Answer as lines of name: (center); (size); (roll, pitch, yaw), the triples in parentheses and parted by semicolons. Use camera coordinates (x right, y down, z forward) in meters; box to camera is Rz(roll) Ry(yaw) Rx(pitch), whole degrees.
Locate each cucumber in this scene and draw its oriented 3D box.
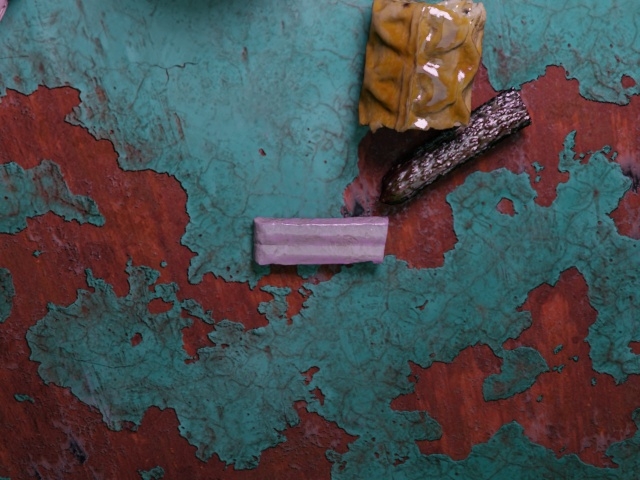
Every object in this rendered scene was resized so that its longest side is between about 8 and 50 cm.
cucumber: (0.267, -0.188, 1.623); (0.359, 0.096, 0.096); (-31, 111, 11)

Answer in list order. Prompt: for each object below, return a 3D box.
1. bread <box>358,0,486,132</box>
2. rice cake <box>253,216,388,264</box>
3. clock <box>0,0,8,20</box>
bread: (0.195, -0.341, 1.498); (0.238, 0.196, 0.252); (-3, 109, -4)
rice cake: (0.001, 0.002, 1.696); (0.298, 0.050, 0.106); (0, 112, -5)
clock: (-0.710, -0.491, 1.387); (0.342, 0.184, 0.326); (31, 102, -20)
